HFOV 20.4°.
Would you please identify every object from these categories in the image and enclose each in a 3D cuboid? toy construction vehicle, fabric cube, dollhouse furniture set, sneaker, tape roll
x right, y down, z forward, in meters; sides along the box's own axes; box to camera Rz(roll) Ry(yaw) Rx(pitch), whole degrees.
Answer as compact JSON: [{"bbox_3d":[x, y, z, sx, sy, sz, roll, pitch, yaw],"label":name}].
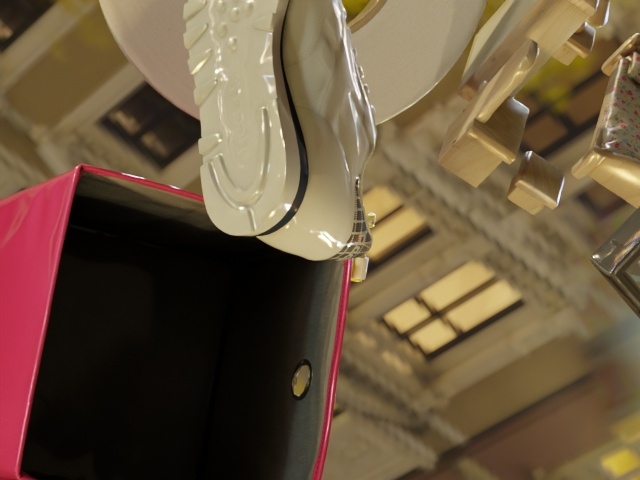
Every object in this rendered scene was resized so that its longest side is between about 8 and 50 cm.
[{"bbox_3d":[0.000,0.000,1.726,0.098,0.085,0.035,16,-169,14],"label":"toy construction vehicle"},{"bbox_3d":[-0.155,0.099,1.517,0.259,0.258,0.254,14,-103,-24],"label":"fabric cube"},{"bbox_3d":[0.329,-0.119,1.726,0.356,0.174,0.303,32,-137,-10],"label":"dollhouse furniture set"},{"bbox_3d":[-0.016,-0.101,1.022,0.095,0.090,0.235,17,-116,-39],"label":"sneaker"},{"bbox_3d":[-0.026,-0.283,1.694,0.392,0.392,0.072,49,178,-9],"label":"tape roll"}]

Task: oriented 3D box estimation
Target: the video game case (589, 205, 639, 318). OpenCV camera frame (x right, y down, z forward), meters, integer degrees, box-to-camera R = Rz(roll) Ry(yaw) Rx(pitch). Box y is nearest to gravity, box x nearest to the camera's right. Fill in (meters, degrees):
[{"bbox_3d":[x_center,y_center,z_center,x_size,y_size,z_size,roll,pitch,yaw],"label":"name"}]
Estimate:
[{"bbox_3d":[0.369,0.003,1.418,0.275,0.248,0.035,44,-179,-41],"label":"video game case"}]
